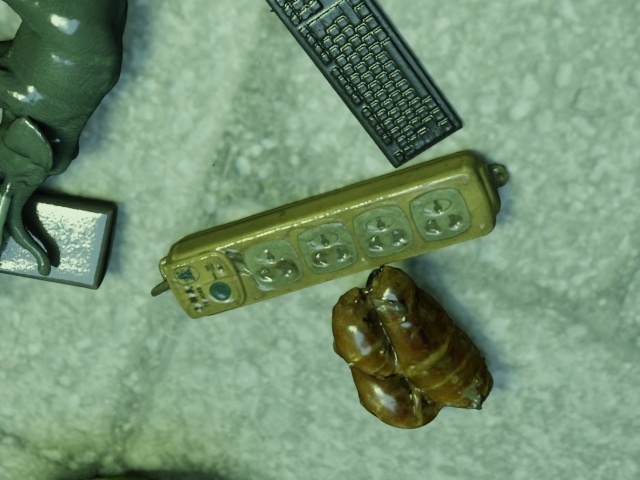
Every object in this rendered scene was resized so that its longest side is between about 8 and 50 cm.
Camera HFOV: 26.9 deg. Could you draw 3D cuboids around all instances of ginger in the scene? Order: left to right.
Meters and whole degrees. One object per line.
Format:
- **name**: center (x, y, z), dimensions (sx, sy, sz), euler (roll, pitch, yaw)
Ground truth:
- **ginger**: center (0.062, 0.085, 1.076), dimensions (0.103, 0.073, 0.162), euler (-27, 121, 19)

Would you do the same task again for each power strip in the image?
- **power strip**: center (0.000, 0.000, 1.047), dimensions (0.305, 0.044, 0.064), euler (-16, 118, 16)

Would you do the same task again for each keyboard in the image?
- **keyboard**: center (0.022, -0.143, 0.980), dimensions (0.067, 0.011, 0.202), euler (-31, 113, 20)

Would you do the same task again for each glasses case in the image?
- **glasses case**: center (-0.260, -0.012, 1.070), dimensions (0.191, 0.042, 0.072), euler (10, 110, 1)

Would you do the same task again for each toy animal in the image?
- **toy animal**: center (-0.225, -0.108, 0.981), dimensions (0.137, 0.082, 0.269), euler (22, 116, -3)

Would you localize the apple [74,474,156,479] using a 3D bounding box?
- **apple**: center (-0.192, 0.332, 1.124), dimensions (0.292, 0.292, 0.254), euler (0, 92, 6)
